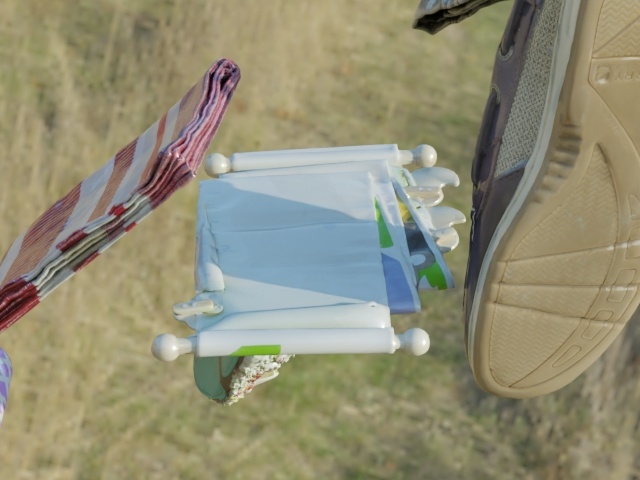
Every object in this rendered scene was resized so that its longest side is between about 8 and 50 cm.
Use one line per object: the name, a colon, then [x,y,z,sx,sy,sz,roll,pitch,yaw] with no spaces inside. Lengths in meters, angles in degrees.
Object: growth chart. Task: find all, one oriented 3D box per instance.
growth chart: [0.000,0.000,0.983,0.172,0.021,0.237,2,31,1]

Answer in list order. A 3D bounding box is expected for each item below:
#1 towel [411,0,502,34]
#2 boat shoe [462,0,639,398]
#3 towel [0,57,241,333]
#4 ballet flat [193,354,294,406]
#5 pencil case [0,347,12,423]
towel: [0.197,-0.357,1.491,0.056,0.324,0.312,25,-18,-22]
boat shoe: [0.133,-0.049,0.915,0.102,0.285,0.092,-1,29,-20]
towel: [-0.219,-0.035,1.619,0.037,0.329,0.237,46,25,-15]
ballet flat: [-0.069,0.116,1.683,0.077,0.091,0.241,-1,-12,-16]
pencil case: [-0.377,0.192,1.754,0.086,0.088,0.206,8,38,-7]
